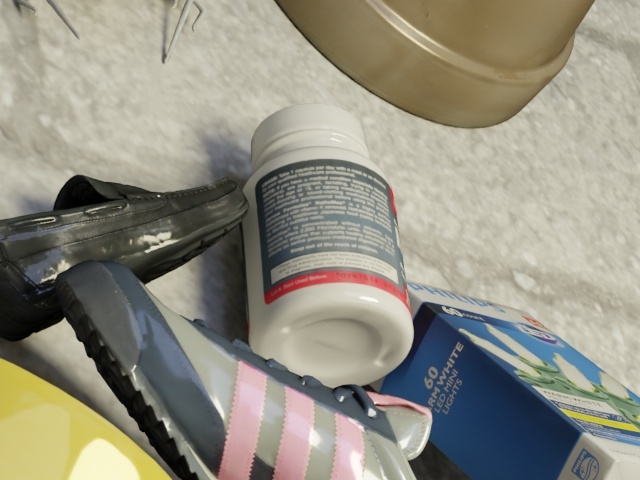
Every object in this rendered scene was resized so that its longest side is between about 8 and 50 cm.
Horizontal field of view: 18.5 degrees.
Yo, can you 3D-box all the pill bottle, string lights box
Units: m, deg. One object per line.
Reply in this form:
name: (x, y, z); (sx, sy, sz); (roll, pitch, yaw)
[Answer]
pill bottle: (0.000, 0.000, 1.311); (0.108, 0.108, 0.180); (21, 44, -31)
string lights box: (0.144, 0.121, 1.271); (0.133, 0.076, 0.260); (15, 15, -36)

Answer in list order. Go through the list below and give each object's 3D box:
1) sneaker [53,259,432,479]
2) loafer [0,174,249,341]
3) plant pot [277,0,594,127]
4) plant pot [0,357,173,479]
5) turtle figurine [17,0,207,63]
sneaker: (-0.014, 0.112, 1.128); (0.131, 0.112, 0.319); (-42, 95, -12)
loafer: (-0.129, -0.008, 1.216); (0.223, 0.076, 0.078); (-24, 83, -48)
plant pot: (0.136, -0.299, 1.579); (0.323, 0.280, 0.323); (25, 42, -25)
plant pot: (-0.201, 0.200, 0.841); (0.254, 0.254, 0.239); (36, 54, -15)
turtle figurine: (-0.130, -0.229, 1.393); (0.175, 0.118, 0.234); (16, 41, -35)
